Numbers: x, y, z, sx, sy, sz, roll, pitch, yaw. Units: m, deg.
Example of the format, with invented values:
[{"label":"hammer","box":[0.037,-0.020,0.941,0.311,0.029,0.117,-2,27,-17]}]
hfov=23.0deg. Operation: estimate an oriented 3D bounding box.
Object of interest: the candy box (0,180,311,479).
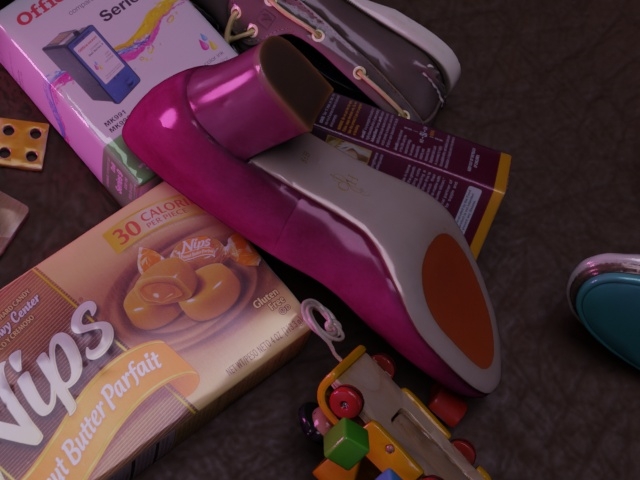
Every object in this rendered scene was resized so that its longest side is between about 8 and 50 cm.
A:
[{"label":"candy box","box":[-0.184,0.101,1.323,0.316,0.087,0.183,-36,77,-19]}]

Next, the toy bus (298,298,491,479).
[{"label":"toy bus","box":[0.042,0.177,1.306,0.191,0.104,0.202,26,30,-36]}]

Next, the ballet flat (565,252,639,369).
[{"label":"ballet flat","box":[0.406,0.088,1.402,0.400,0.139,0.139,24,67,-3]}]

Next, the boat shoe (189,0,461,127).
[{"label":"boat shoe","box":[-0.031,-0.196,1.449,0.324,0.116,0.096,30,65,-2]}]

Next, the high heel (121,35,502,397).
[{"label":"high heel","box":[0.000,0.000,1.340,0.377,0.181,0.127,55,42,-16]}]

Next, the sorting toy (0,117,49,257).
[{"label":"sorting toy","box":[-0.340,-0.019,1.372,0.132,0.046,0.274,29,67,4]}]

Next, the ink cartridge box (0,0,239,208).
[{"label":"ink cartridge box","box":[-0.172,-0.150,1.422,0.154,0.093,0.212,-37,76,-18]}]

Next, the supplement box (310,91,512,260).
[{"label":"supplement box","box":[0.062,-0.049,1.395,0.188,0.104,0.081,20,30,1]}]
